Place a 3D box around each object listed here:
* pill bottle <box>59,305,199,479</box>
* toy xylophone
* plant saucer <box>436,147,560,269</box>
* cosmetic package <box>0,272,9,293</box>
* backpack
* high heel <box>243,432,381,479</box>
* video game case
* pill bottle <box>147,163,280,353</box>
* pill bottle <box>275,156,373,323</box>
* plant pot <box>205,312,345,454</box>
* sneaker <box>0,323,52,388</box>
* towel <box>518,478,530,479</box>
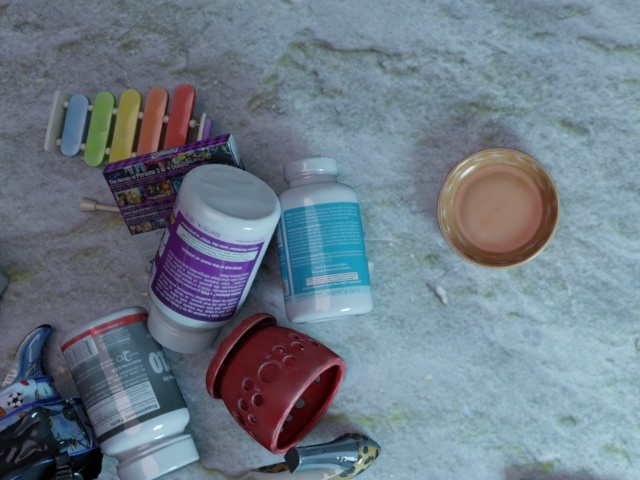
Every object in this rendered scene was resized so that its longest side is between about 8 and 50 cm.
[{"bbox_3d":[-0.322,0.271,1.770,0.161,0.161,0.283,-27,79,12],"label":"pill bottle"},{"bbox_3d":[-0.338,-0.159,1.851,0.323,0.081,0.236,2,86,16],"label":"toy xylophone"},{"bbox_3d":[0.291,-0.051,1.687,0.200,0.037,0.199,-1,86,16],"label":"plant saucer"},{"bbox_3d":[-0.839,0.048,1.906,0.453,0.161,0.230,24,74,17],"label":"cosmetic package"},{"bbox_3d":[-0.507,0.355,1.764,0.277,0.263,0.213,-24,74,10],"label":"backpack"},{"bbox_3d":[-0.020,0.406,1.730,0.261,0.186,0.093,-49,52,41],"label":"high heel"},{"bbox_3d":[-0.227,-0.061,1.772,0.232,0.041,0.210,-13,120,14],"label":"video game case"},{"bbox_3d":[-0.189,0.038,1.704,0.169,0.169,0.301,34,123,16],"label":"pill bottle"},{"bbox_3d":[0.000,0.000,1.708,0.146,0.146,0.263,-9,83,15],"label":"pill bottle"},{"bbox_3d":[-0.082,0.227,1.691,0.174,0.191,0.191,33,95,19],"label":"plant pot"},{"bbox_3d":[-0.524,0.228,1.893,0.073,0.063,0.162,25,97,-1],"label":"sneaker"},{"bbox_3d":[0.395,0.525,1.612,0.209,0.034,0.284,7,87,17],"label":"towel"}]
